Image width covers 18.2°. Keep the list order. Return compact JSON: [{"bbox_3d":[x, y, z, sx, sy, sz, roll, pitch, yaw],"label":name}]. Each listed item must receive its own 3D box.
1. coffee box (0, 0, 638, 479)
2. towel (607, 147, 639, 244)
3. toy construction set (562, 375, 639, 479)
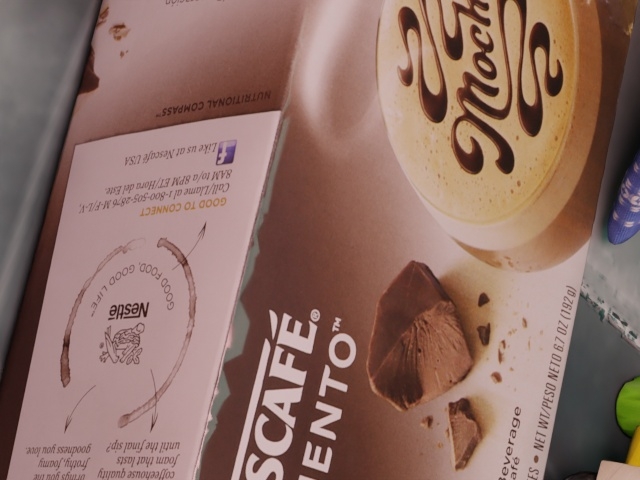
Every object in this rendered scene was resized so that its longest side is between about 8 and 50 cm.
[{"bbox_3d":[0.000,0.000,0.711,0.168,0.119,0.297,25,73,-41],"label":"coffee box"},{"bbox_3d":[0.244,-0.158,0.838,0.040,0.336,0.243,39,53,13],"label":"towel"},{"bbox_3d":[0.186,0.195,0.879,0.215,0.151,0.328,27,61,-40],"label":"toy construction set"}]
